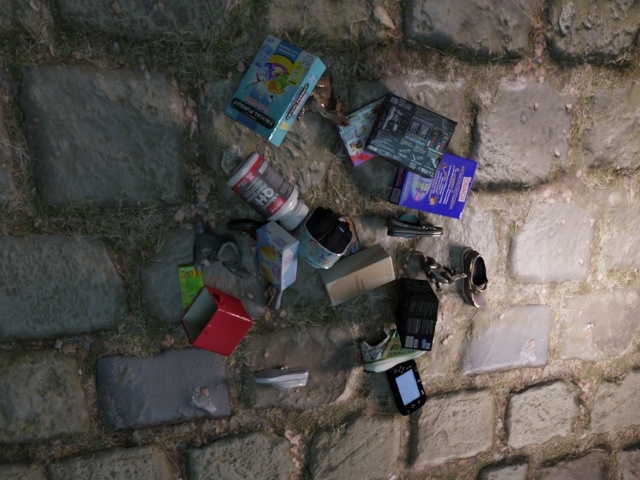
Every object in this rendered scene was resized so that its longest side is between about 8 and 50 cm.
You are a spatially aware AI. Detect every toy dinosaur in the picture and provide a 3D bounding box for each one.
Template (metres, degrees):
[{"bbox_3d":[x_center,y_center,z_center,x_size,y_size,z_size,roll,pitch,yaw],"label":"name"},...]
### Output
[{"bbox_3d":[0.006,-0.580,1.668,0.200,0.127,0.296,-9,95,-19],"label":"toy dinosaur"},{"bbox_3d":[0.535,0.143,1.985,0.313,0.160,0.121,28,113,-9],"label":"toy dinosaur"}]

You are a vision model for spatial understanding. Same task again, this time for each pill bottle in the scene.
[{"bbox_3d":[-0.204,-0.187,1.691,0.318,0.176,0.176,42,93,-20],"label":"pill bottle"}]

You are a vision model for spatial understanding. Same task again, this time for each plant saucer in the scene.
[{"bbox_3d":[0.401,-0.068,1.949,0.119,0.021,0.120,-3,106,-12],"label":"plant saucer"}]

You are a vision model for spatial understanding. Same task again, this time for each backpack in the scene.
[{"bbox_3d":[0.000,0.000,1.739,0.225,0.253,0.191,40,116,-5],"label":"backpack"}]

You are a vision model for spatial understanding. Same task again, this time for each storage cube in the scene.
[{"bbox_3d":[-0.426,0.332,1.750,0.193,0.183,0.215,34,95,-41],"label":"storage cube"}]

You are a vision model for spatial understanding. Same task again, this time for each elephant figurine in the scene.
[{"bbox_3d":[-0.395,0.048,1.738,0.239,0.170,0.186,3,146,-22],"label":"elephant figurine"}]

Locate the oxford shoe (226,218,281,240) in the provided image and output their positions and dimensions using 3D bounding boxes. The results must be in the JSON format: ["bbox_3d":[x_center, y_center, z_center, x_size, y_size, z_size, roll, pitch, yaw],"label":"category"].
[{"bbox_3d":[-0.278,-0.038,1.766,0.227,0.083,0.096,5,108,-14],"label":"oxford shoe"}]

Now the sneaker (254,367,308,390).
[{"bbox_3d":[-0.181,0.656,1.971,0.257,0.094,0.092,2,100,-14],"label":"sneaker"}]

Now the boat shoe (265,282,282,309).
[{"bbox_3d":[-0.203,0.218,1.861,0.066,0.066,0.183,7,103,-14],"label":"boat shoe"}]

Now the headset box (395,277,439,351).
[{"bbox_3d":[0.432,0.328,1.937,0.131,0.283,0.247,5,103,1],"label":"headset box"}]

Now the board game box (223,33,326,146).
[{"bbox_3d":[-0.175,-0.557,1.568,0.253,0.079,0.336,35,96,25],"label":"board game box"}]

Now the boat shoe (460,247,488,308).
[{"bbox_3d":[0.764,0.198,2.067,0.116,0.097,0.325,-16,108,-9],"label":"boat shoe"}]

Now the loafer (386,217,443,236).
[{"bbox_3d":[0.430,-0.060,1.899,0.267,0.096,0.084,-1,100,-11],"label":"loafer"}]

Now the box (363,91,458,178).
[{"bbox_3d":[0.360,-0.419,1.710,0.307,0.076,0.243,23,97,-2],"label":"box"}]

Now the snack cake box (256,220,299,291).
[{"bbox_3d":[-0.175,0.066,1.711,0.089,0.152,0.264,-35,151,-31],"label":"snack cake box"}]

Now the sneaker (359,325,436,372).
[{"bbox_3d":[0.368,0.487,2.042,0.410,0.158,0.182,-21,91,-12],"label":"sneaker"}]

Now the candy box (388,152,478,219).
[{"bbox_3d":[0.496,-0.256,1.867,0.316,0.122,0.269,12,100,-15],"label":"candy box"}]

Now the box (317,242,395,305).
[{"bbox_3d":[0.159,0.151,1.884,0.310,0.121,0.148,-24,126,-6],"label":"box"}]

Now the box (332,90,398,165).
[{"bbox_3d":[0.221,-0.468,1.777,0.293,0.057,0.201,-28,108,-5],"label":"box"}]

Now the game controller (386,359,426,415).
[{"bbox_3d":[0.440,0.743,2.158,0.166,0.067,0.319,-22,110,-6],"label":"game controller"}]

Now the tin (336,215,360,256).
[{"bbox_3d":[0.110,-0.020,1.886,0.106,0.040,0.190,-20,109,-11],"label":"tin"}]

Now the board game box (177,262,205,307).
[{"bbox_3d":[-0.542,0.189,1.785,0.092,0.043,0.182,-7,107,-12],"label":"board game box"}]
